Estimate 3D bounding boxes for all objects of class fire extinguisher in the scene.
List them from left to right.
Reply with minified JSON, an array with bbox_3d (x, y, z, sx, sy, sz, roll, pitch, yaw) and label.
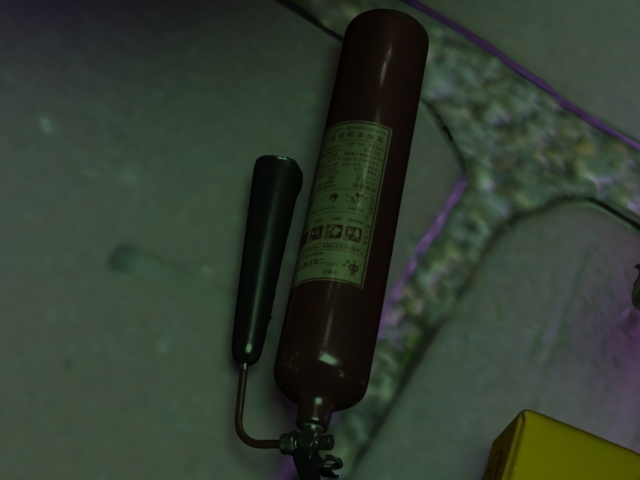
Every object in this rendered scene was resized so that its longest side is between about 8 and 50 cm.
[{"bbox_3d":[0.000,0.000,0.578,0.049,0.035,0.173,18,56,-11],"label":"fire extinguisher"}]

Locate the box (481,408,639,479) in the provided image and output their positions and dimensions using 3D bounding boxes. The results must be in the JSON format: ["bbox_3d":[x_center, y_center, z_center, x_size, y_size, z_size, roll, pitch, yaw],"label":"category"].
[{"bbox_3d":[0.085,0.190,0.497,0.152,0.043,0.269,22,60,-4],"label":"box"}]

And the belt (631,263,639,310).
[{"bbox_3d":[0.185,-0.074,0.617,0.126,0.094,0.360,24,53,-15],"label":"belt"}]
